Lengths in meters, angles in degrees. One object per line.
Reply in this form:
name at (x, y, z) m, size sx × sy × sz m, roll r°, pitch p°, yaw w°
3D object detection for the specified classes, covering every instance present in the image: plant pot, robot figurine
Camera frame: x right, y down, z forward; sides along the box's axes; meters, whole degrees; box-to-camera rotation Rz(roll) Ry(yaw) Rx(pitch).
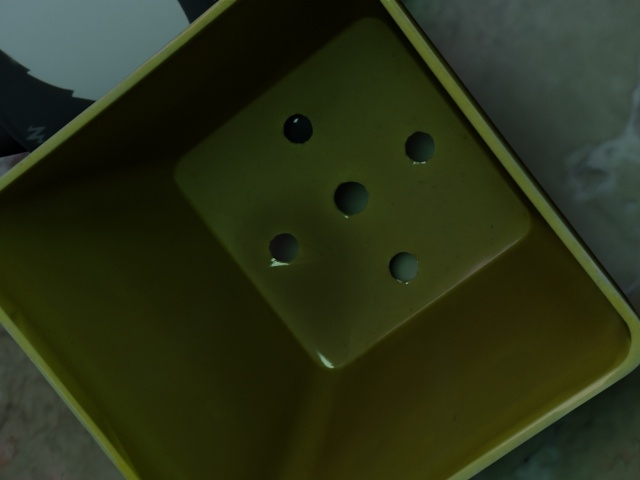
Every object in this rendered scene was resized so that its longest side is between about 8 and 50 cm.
plant pot at (0.000, 0.000, 0.724) m, size 0.212 × 0.187 × 0.212 m, roll -37°, pitch 95°, yaw 15°
robot figurine at (-0.095, -0.140, 0.863) m, size 0.278 × 0.209 × 0.173 m, roll -26°, pitch 39°, yaw 22°
